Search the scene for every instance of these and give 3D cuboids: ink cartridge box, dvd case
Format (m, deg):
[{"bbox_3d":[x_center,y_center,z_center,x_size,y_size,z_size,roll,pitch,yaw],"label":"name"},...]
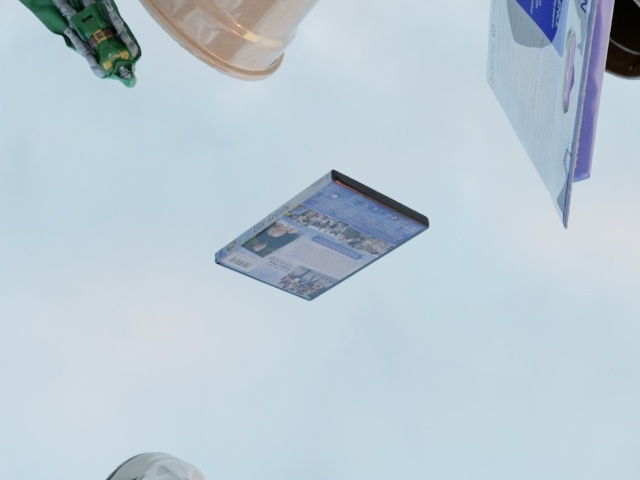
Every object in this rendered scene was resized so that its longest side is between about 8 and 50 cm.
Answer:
[{"bbox_3d":[0.239,-0.221,1.113,0.072,0.304,0.307,-7,-143,-8],"label":"ink cartridge box"},{"bbox_3d":[0.000,0.000,1.536,0.180,0.253,0.022,24,-132,-35],"label":"dvd case"}]

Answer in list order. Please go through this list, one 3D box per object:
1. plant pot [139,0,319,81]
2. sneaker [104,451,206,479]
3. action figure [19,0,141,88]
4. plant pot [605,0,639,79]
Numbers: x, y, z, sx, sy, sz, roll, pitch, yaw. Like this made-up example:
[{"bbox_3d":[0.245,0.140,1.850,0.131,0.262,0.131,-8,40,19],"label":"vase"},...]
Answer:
[{"bbox_3d":[-0.073,-0.447,1.562,0.334,0.305,0.334,34,-144,-30],"label":"plant pot"},{"bbox_3d":[-0.213,0.422,1.609,0.257,0.169,0.447,3,-179,21],"label":"sneaker"},{"bbox_3d":[-0.340,-0.320,1.660,0.137,0.063,0.232,-36,-100,-3],"label":"action figure"},{"bbox_3d":[0.417,-0.321,1.425,0.165,0.167,0.167,-42,-118,-16],"label":"plant pot"}]
